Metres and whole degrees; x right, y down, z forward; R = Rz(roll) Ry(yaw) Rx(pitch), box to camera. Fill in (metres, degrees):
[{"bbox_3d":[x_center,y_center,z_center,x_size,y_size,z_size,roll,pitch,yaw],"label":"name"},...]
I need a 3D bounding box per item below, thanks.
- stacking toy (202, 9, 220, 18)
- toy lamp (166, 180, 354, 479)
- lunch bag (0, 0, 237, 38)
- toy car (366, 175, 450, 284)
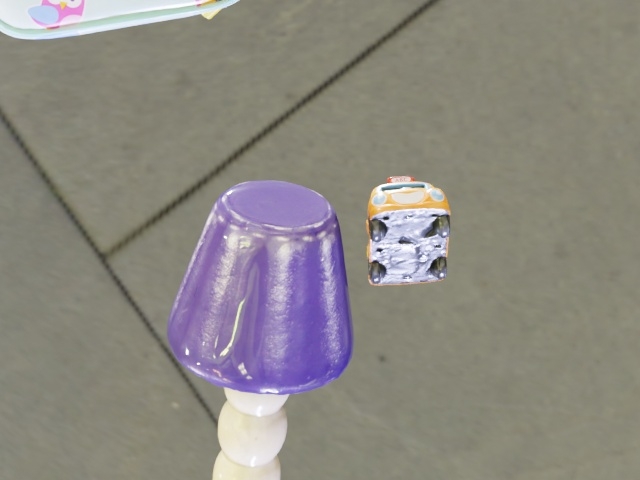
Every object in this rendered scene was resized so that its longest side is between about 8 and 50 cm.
[{"bbox_3d":[-0.070,-0.307,1.476,0.167,0.221,0.052,-39,128,17],"label":"stacking toy"},{"bbox_3d":[-0.034,0.106,0.727,0.080,0.080,0.274,-5,118,-26],"label":"toy lamp"},{"bbox_3d":[-0.168,-0.289,1.201,0.224,0.108,0.279,-10,105,2],"label":"lunch bag"},{"bbox_3d":[0.000,0.000,0.728,0.122,0.040,0.060,-13,145,14],"label":"toy car"}]
